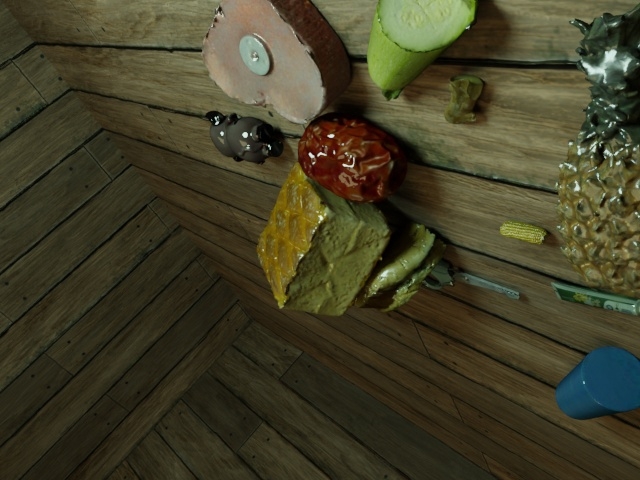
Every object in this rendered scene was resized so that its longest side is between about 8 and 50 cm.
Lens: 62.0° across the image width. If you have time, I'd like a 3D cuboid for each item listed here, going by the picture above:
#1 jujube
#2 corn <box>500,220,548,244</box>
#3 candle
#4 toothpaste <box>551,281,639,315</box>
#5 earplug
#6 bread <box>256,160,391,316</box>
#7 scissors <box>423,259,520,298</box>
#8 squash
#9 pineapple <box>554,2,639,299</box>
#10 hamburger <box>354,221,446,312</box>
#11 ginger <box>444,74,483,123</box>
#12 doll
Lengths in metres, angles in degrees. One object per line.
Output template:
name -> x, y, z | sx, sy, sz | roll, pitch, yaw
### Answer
jujube -> 0.063, -0.175, 1.131 | 0.250, 0.174, 0.174 | 30, 156, 31
corn -> 0.392, -0.016, 1.027 | 0.092, 0.037, 0.037 | 23, 152, 46
candle -> -0.098, -0.400, 1.063 | 0.317, 0.131, 0.287 | 20, 144, 29
toothpaste -> 0.538, 0.114, 1.022 | 0.049, 0.031, 0.204 | 54, 159, -24
earplug -> 0.614, 0.340, 1.207 | 0.132, 0.132, 0.273 | 35, 162, 20
bread -> 0.000, 0.000, 1.278 | 0.207, 0.279, 0.279 | 14, -156, -28
scissors -> 0.341, 0.090, 1.337 | 0.360, 0.029, 0.191 | 22, 149, 51
squash -> 0.118, -0.304, 0.844 | 0.137, 0.137, 0.287 | 44, 162, -3
pineapple -> 0.382, -0.106, 0.659 | 0.202, 0.202, 0.362 | 16, 139, 52
hamburger -> 0.174, 0.089, 1.338 | 0.132, 0.211, 0.309 | 43, 155, 2
ginger -> 0.236, -0.234, 0.882 | 0.057, 0.044, 0.137 | 8, 159, 8
doll -> -0.220, -0.292, 1.508 | 0.257, 0.117, 0.182 | 19, 148, 47
